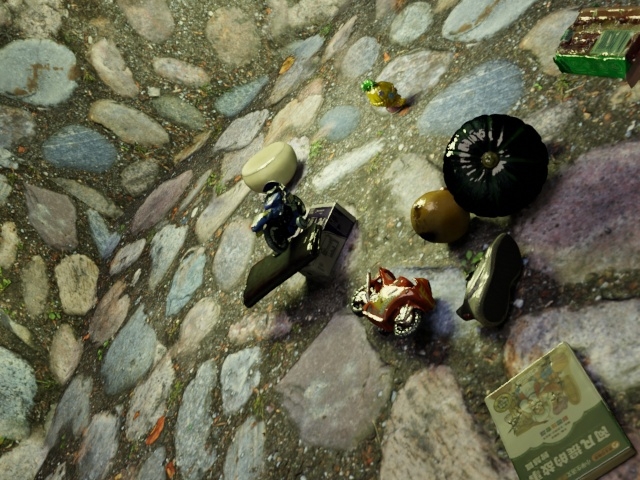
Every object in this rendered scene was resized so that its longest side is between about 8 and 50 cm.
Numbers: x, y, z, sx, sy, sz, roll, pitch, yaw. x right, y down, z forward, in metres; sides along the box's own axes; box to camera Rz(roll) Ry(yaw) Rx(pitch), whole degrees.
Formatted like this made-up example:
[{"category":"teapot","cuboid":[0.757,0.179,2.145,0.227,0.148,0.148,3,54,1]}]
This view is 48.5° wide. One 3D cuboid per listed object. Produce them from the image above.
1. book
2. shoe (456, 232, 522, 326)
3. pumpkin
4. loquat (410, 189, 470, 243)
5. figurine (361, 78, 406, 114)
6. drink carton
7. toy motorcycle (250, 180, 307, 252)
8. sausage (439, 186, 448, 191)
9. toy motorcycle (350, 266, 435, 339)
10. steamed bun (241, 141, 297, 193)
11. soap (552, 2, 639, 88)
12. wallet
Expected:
[{"category":"book","cuboid":[0.420,0.330,1.285,0.202,0.027,0.264,-41,30,18]},{"category":"shoe","cuboid":[0.368,0.089,1.580,0.112,0.099,0.227,-22,40,54]},{"category":"pumpkin","cuboid":[0.422,-0.174,1.707,0.248,0.248,0.248,-36,32,27]},{"category":"loquat","cuboid":[0.303,-0.060,1.793,0.163,0.163,0.137,-26,58,40]},{"category":"figurine","cuboid":[0.220,-0.498,2.410,0.115,0.156,0.094,2,58,59]},{"category":"drink carton","cuboid":[-0.001,0.001,2.221,0.134,0.102,0.222,-2,57,52]},{"category":"toy motorcycle","cuboid":[-0.129,-0.083,2.169,0.113,0.169,0.315,-31,17,28]},{"category":"sausage","cuboid":[0.311,-0.085,1.926,0.035,0.030,0.147,14,69,57]},{"category":"toy motorcycle","cuboid":[0.186,0.153,1.773,0.171,0.089,0.298,-54,27,-7]},{"category":"steamed bun","cuboid":[-0.184,-0.269,2.754,0.232,0.145,0.232,-30,24,15]},{"category":"soap","cuboid":[0.707,-0.482,1.735,0.217,0.098,0.273,-53,28,-2]},{"category":"wallet","cuboid":[-0.118,0.069,2.166,0.318,0.045,0.172,-35,29,32]}]
